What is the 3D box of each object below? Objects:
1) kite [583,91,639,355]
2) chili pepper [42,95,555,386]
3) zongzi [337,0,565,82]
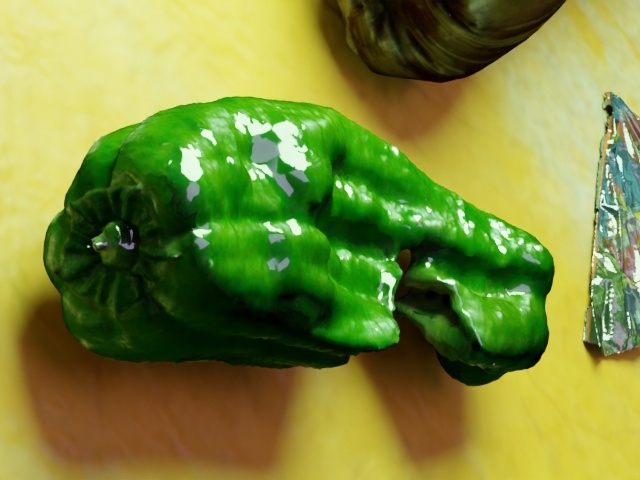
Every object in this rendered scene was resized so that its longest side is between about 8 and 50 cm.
[{"bbox_3d":[0.186,0.010,0.985,0.232,0.009,0.189,-16,82,-50],"label":"kite"},{"bbox_3d":[0.000,0.001,0.735,0.253,0.083,0.099,9,64,-50],"label":"chili pepper"},{"bbox_3d":[0.124,-0.165,0.934,0.288,0.134,0.286,36,52,-39],"label":"zongzi"}]
